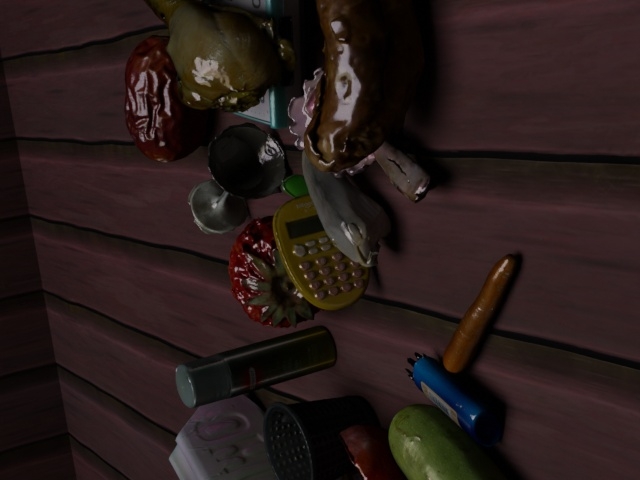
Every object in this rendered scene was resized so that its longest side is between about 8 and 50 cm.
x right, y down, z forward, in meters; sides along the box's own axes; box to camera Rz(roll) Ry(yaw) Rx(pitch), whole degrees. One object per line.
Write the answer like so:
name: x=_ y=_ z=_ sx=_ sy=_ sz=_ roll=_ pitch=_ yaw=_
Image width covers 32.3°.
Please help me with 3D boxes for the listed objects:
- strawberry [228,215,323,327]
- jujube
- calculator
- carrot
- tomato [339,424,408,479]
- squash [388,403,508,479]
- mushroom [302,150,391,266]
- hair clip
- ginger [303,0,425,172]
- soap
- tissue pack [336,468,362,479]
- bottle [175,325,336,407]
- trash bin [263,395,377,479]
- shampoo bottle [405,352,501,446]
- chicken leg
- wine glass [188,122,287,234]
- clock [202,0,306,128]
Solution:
strawberry: x=-0.075 y=0.037 z=1.936 sx=0.244 sy=0.205 sz=0.205 roll=-117 pitch=25 yaw=-64
jujube: x=-0.306 y=-0.282 z=2.202 sx=0.174 sy=0.174 sz=0.251 roll=30 pitch=119 yaw=53
calculator: x=0.000 y=0.000 z=1.804 sx=0.032 sy=0.146 sz=0.235 roll=130 pitch=123 yaw=-69
carrot: x=0.225 y=0.106 z=1.561 sx=0.043 sy=0.043 sz=0.248 roll=56 pitch=143 yaw=33
tomato: x=0.119 y=0.389 z=1.760 sx=0.228 sy=0.101 sz=0.228 roll=64 pitch=180 yaw=-1
squash: x=0.221 y=0.370 z=1.597 sx=0.370 sy=0.118 sz=0.118 roll=48 pitch=140 yaw=44
mushroom: x=0.030 y=-0.079 z=1.765 sx=0.096 sy=0.099 sz=0.278 roll=-35 pitch=62 yaw=18
hair clip: x=0.074 y=-0.150 z=1.665 sx=0.300 sy=0.069 sz=0.173 roll=45 pitch=111 yaw=33
ginger: x=0.061 y=-0.257 z=1.557 sx=0.165 sy=0.172 sz=0.321 roll=20 pitch=-110 yaw=-83
soap: x=-0.164 y=0.462 z=2.221 sx=0.347 sy=0.208 sz=0.115 roll=52 pitch=141 yaw=38
tissue pack: x=0.022 y=0.485 z=2.021 sx=0.226 sy=0.092 sz=0.183 roll=59 pitch=147 yaw=27
bottle: x=-0.113 y=0.222 z=1.948 sx=0.082 sy=0.286 sz=0.082 roll=33 pitch=129 yaw=52
trash bin: x=0.008 y=0.346 z=1.916 sx=0.175 sy=0.161 sz=0.175 roll=27 pitch=123 yaw=53
shampoo bottle: x=0.193 y=0.230 z=1.642 sx=0.183 sy=0.050 sz=0.087 roll=40 pitch=168 yaw=47
chicken leg: x=-0.203 y=-0.352 z=1.828 sx=0.429 sy=0.152 sz=0.201 roll=52 pitch=129 yaw=40
wine glass: x=-0.165 y=-0.103 z=2.065 sx=0.156 sy=0.156 sz=0.232 roll=69 pitch=155 yaw=14
clock: x=-0.102 y=-0.343 z=1.892 sx=0.231 sy=0.116 sz=0.262 roll=24 pitch=123 yaw=49
